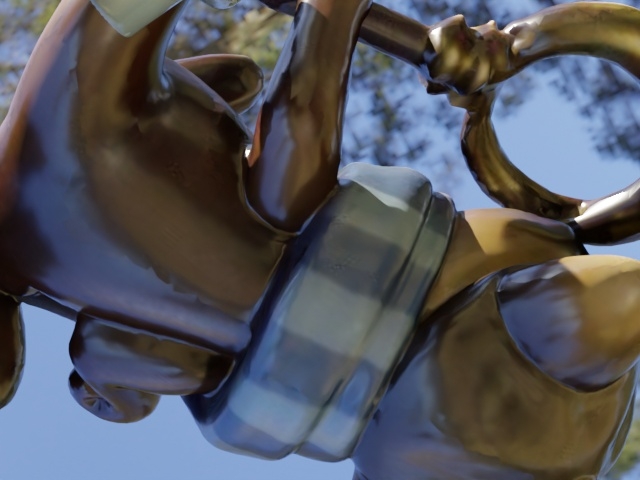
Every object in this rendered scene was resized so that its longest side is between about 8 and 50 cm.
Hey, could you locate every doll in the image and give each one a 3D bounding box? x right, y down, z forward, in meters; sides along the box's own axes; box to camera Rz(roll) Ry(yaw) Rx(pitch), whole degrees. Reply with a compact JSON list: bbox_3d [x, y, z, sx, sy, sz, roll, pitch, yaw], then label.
[{"bbox_3d":[0.000,-0.001,0.841,0.340,0.318,0.209,29,-163,10],"label":"doll"}]

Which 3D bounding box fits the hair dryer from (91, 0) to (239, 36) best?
[{"bbox_3d":[-0.042,-0.111,0.664,0.047,0.082,0.137,55,-175,6],"label":"hair dryer"}]
